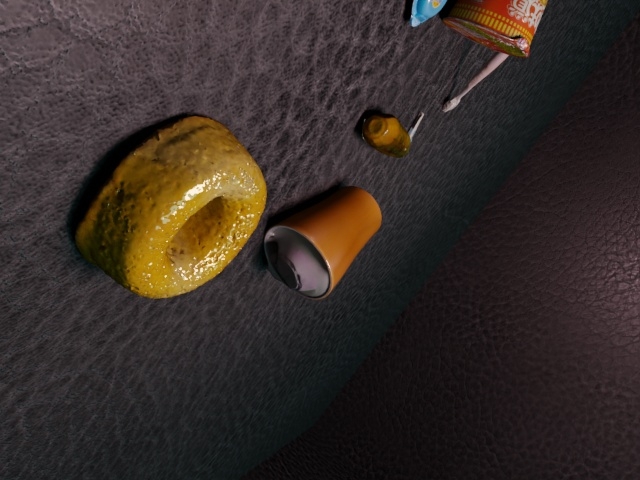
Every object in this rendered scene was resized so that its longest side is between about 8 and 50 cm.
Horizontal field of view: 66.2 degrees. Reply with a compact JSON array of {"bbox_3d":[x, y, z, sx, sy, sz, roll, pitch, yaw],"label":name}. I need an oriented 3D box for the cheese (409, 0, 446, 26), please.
[{"bbox_3d":[0.227,-0.489,0.843,0.106,0.037,0.256,-12,136,-59],"label":"cheese"}]

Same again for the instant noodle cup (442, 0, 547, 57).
[{"bbox_3d":[0.367,-0.489,0.939,0.193,0.193,0.212,-9,128,-58],"label":"instant noodle cup"}]

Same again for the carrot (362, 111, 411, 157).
[{"bbox_3d":[0.146,-0.228,1.063,0.082,0.082,0.173,-55,158,17],"label":"carrot"}]

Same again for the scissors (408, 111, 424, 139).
[{"bbox_3d":[0.230,-0.272,1.241,0.058,0.014,0.119,-30,155,-41],"label":"scissors"}]

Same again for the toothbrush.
[{"bbox_3d":[0.369,-0.383,1.170,0.029,0.025,0.307,-32,177,-18],"label":"toothbrush"}]

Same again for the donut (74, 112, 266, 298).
[{"bbox_3d":[-0.192,-0.033,0.697,0.277,0.108,0.278,-40,157,-21],"label":"donut"}]

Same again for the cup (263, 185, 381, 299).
[{"bbox_3d":[0.000,0.000,1.088,0.264,0.182,0.226,-40,-169,-38],"label":"cup"}]
